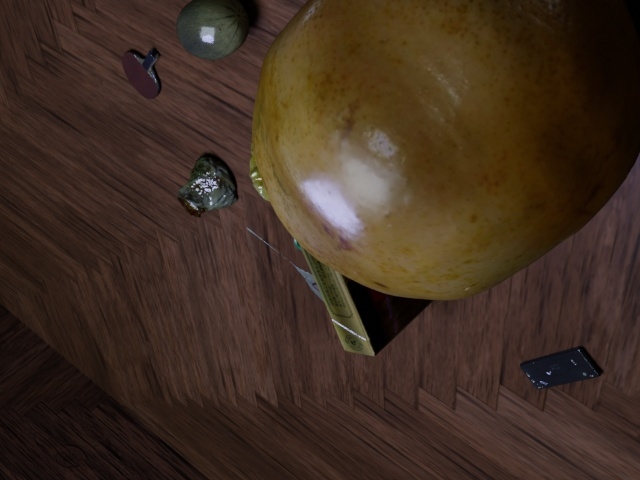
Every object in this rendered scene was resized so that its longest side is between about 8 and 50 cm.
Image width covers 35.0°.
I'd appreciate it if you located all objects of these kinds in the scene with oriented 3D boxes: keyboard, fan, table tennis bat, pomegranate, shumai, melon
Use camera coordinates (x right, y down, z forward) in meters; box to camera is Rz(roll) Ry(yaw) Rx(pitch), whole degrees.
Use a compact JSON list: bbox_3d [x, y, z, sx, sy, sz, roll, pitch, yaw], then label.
[{"bbox_3d":[0.353,0.191,1.505,0.053,0.010,0.155,52,152,-3],"label":"keyboard"},{"bbox_3d":[-0.012,0.074,1.809,0.310,0.010,0.182,38,164,0],"label":"fan"},{"bbox_3d":[-0.320,-0.309,1.842,0.095,0.014,0.158,53,154,-4],"label":"table tennis bat"},{"bbox_3d":[0.115,-0.143,1.031,0.417,0.417,0.416,35,149,25],"label":"pomegranate"},{"bbox_3d":[-0.219,-0.093,1.887,0.099,0.087,0.123,36,148,27],"label":"shumai"},{"bbox_3d":[-0.159,-0.318,1.508,0.131,0.098,0.098,3,128,50],"label":"melon"}]

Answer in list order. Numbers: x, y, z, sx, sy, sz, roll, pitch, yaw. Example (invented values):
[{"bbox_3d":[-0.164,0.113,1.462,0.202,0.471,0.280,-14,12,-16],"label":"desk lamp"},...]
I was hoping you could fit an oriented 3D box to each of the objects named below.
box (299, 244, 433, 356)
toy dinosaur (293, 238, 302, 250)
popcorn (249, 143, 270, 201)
[{"bbox_3d":[0.072,0.040,1.561,0.071,0.159,0.240,12,134,46],"label":"box"},{"bbox_3d":[0.000,0.000,1.734,0.132,0.059,0.096,-12,107,50],"label":"toy dinosaur"},{"bbox_3d":[-0.027,-0.141,1.476,0.173,0.169,0.195,-104,3,-63],"label":"popcorn"}]
